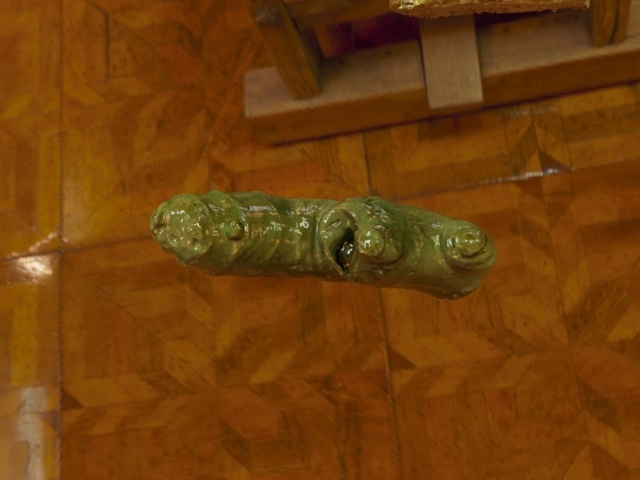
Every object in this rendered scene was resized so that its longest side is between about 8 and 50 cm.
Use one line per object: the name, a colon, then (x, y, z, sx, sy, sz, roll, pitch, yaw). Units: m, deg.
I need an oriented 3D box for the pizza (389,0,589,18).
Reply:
pizza: (0.166, -0.309, 0.869, 0.188, 0.080, 0.204, 6, 80, 11)

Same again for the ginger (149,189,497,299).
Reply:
ginger: (0.005, -0.001, 0.786, 0.290, 0.137, 0.089, 9, 103, 1)
